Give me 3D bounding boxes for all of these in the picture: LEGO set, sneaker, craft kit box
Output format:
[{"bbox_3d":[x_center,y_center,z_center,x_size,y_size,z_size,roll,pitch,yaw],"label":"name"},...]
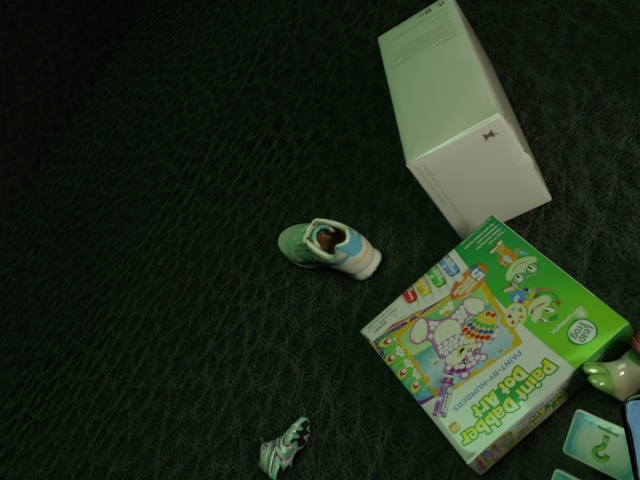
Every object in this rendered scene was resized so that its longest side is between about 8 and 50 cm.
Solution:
[{"bbox_3d":[0.307,0.286,0.629,0.244,0.060,0.182,21,92,46],"label":"LEGO set"},{"bbox_3d":[-0.061,0.295,1.013,0.069,0.038,0.098,11,62,46],"label":"sneaker"},{"bbox_3d":[0.000,0.000,1.195,0.229,0.092,0.087,10,63,48],"label":"sneaker"},{"bbox_3d":[0.213,0.122,0.890,0.250,0.061,0.246,-42,48,0],"label":"craft kit box"}]

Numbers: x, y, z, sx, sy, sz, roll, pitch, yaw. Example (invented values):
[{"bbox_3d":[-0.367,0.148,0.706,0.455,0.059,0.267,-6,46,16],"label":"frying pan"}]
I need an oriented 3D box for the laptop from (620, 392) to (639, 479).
[{"bbox_3d":[0.401,0.258,0.313,0.236,0.382,0.408,-9,-4,-14],"label":"laptop"}]

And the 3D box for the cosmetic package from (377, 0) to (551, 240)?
[{"bbox_3d":[0.219,-0.206,1.109,0.155,0.197,0.365,-26,39,22],"label":"cosmetic package"}]

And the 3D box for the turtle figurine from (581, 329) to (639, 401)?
[{"bbox_3d":[0.373,0.074,0.671,0.198,0.275,0.266,42,112,20],"label":"turtle figurine"}]
